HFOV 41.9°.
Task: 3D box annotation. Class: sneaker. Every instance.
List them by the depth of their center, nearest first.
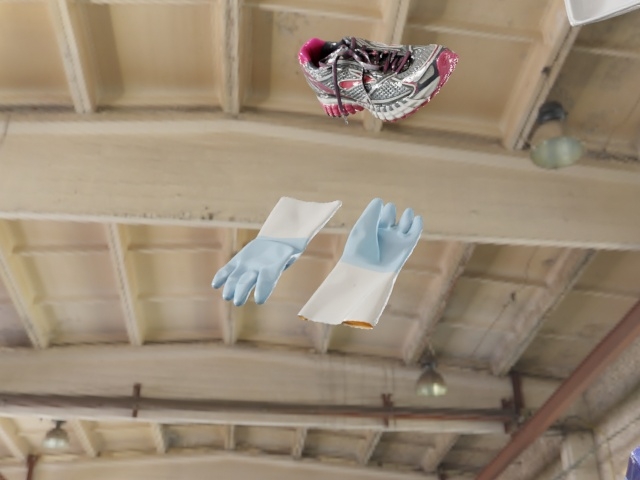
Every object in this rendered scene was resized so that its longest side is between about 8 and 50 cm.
[{"bbox_3d":[0.074,-0.250,1.240,0.299,0.121,0.112,6,-38,50],"label":"sneaker"}]

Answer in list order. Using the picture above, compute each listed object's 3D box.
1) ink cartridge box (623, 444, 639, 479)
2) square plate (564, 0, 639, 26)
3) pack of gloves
[{"bbox_3d":[0.400,0.312,0.734,0.151,0.270,0.395,-26,-40,-10],"label":"ink cartridge box"},{"bbox_3d":[0.530,-0.493,1.269,0.347,0.344,0.049,-14,-34,21],"label":"square plate"},{"bbox_3d":[0.000,0.000,0.922,0.195,0.232,0.046,7,-57,20],"label":"pack of gloves"}]
